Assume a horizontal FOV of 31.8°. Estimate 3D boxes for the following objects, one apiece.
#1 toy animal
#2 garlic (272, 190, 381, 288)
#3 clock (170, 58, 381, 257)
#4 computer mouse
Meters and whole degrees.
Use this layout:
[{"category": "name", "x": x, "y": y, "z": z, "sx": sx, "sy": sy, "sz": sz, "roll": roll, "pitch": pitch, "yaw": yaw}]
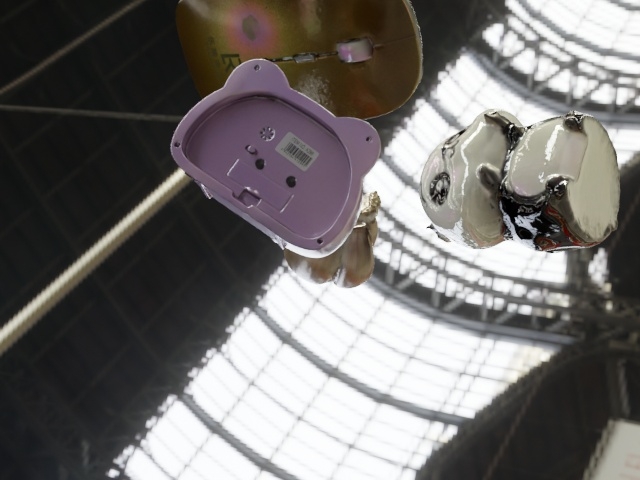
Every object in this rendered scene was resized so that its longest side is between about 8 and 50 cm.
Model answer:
[{"category": "toy animal", "x": 0.319, "y": -0.088, "z": 1.882, "sx": 0.251, "sy": 0.309, "sz": 0.251, "roll": -4, "pitch": -84, "yaw": -51}, {"category": "garlic", "x": 0.000, "y": 0.000, "z": 2.021, "sx": 0.160, "sy": 0.214, "sz": 0.191, "roll": -94, "pitch": 17, "yaw": -45}, {"category": "clock", "x": -0.029, "y": -0.061, "z": 0.857, "sx": 0.110, "sy": 0.152, "sz": 0.050, "roll": -54, "pitch": -14, "yaw": -7}, {"category": "computer mouse", "x": -0.036, "y": -0.206, "z": 1.214, "sx": 0.072, "sy": 0.310, "sz": 0.158, "roll": -42, "pitch": -54, "yaw": -46}]
